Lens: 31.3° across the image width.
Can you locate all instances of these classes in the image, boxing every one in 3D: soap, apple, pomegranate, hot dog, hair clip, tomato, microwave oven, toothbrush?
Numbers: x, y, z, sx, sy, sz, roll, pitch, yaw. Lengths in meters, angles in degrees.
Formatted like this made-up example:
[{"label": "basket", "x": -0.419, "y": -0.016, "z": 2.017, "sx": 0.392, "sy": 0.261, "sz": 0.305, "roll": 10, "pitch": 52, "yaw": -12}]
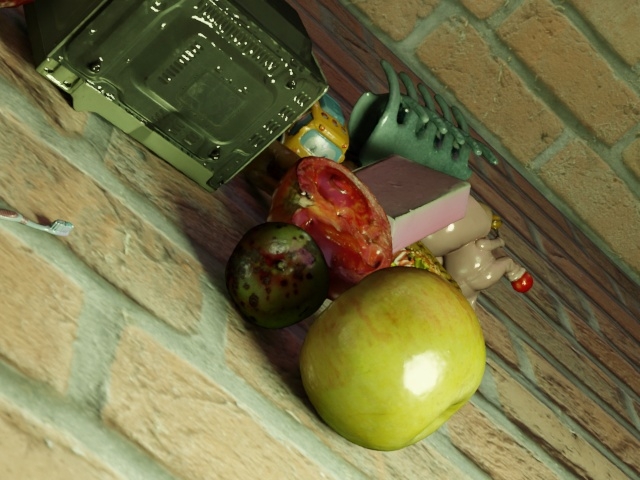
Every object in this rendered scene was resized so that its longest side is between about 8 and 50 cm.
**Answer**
[{"label": "soap", "x": 0.122, "y": -0.066, "z": 2.002, "sx": 0.181, "sy": 0.081, "sz": 0.259, "roll": 23, "pitch": 28, "yaw": 29}, {"label": "apple", "x": 0.095, "y": 0.152, "z": 1.460, "sx": 0.194, "sy": 0.261, "sz": 0.261, "roll": 52, "pitch": 19, "yaw": 18}, {"label": "pomegranate", "x": -0.053, "y": 0.043, "z": 1.532, "sx": 0.148, "sy": 0.148, "sz": 0.169, "roll": 46, "pitch": 11, "yaw": -4}, {"label": "hot dog", "x": -0.024, "y": -0.081, "z": 1.853, "sx": 0.242, "sy": 0.084, "sz": 0.073, "roll": 36, "pitch": 9, "yaw": 8}, {"label": "hair clip", "x": 0.171, "y": -0.187, "z": 2.358, "sx": 0.318, "sy": 0.238, "sz": 0.392, "roll": 27, "pitch": 27, "yaw": -41}, {"label": "tomato", "x": 0.000, "y": 0.000, "z": 1.730, "sx": 0.200, "sy": 0.139, "sz": 0.233, "roll": 32, "pitch": 43, "yaw": -25}, {"label": "microwave oven", "x": -0.202, "y": -0.276, "z": 1.640, "sx": 0.355, "sy": 0.286, "sz": 0.218, "roll": 37, "pitch": 21, "yaw": -40}, {"label": "toothbrush", "x": -0.340, "y": -0.030, "z": 1.225, "sx": 0.193, "sy": 0.019, "sz": 0.013, "roll": 19, "pitch": 33, "yaw": -52}]

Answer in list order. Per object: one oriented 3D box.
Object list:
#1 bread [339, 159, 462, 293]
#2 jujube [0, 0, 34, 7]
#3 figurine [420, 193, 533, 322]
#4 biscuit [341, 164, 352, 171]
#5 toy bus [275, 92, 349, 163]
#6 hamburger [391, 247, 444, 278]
[{"label": "bread", "x": 0.136, "y": -0.005, "z": 2.143, "sx": 0.077, "sy": 0.084, "sz": 0.367, "roll": -34, "pitch": 80, "yaw": -30}, {"label": "jujube", "x": -0.471, "y": -0.391, "z": 1.433, "sx": 0.216, "sy": 0.216, "sz": 0.342, "roll": 50, "pitch": 30, "yaw": 11}, {"label": "figurine", "x": 0.276, "y": 0.012, "z": 2.225, "sx": 0.287, "sy": 0.176, "sz": 0.186, "roll": 53, "pitch": 46, "yaw": -2}, {"label": "biscuit", "x": 0.025, "y": -0.103, "z": 2.091, "sx": 0.023, "sy": 0.084, "sz": 0.084, "roll": 48, "pitch": 15, "yaw": -30}, {"label": "toy bus", "x": -0.022, "y": -0.201, "z": 2.106, "sx": 0.126, "sy": 0.136, "sz": 0.209, "roll": 37, "pitch": 22, "yaw": -29}, {"label": "hamburger", "x": 0.176, "y": 0.109, "z": 1.935, "sx": 0.173, "sy": 0.116, "sz": 0.210, "roll": 27, "pitch": 27, "yaw": -52}]
